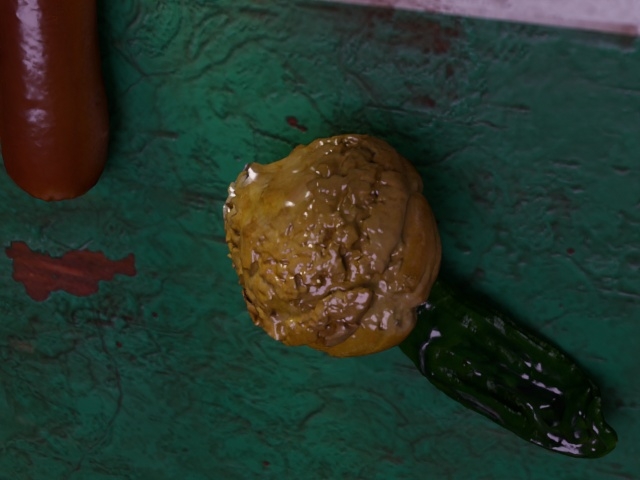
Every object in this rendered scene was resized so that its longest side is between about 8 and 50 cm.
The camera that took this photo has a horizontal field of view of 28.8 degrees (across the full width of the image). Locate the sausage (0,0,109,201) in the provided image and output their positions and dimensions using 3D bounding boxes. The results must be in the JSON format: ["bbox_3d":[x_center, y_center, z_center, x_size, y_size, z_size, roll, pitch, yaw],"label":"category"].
[{"bbox_3d":[-0.226,-0.167,1.018,0.089,0.083,0.300,9,121,16],"label":"sausage"}]

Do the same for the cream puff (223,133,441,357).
[{"bbox_3d":[0.000,0.000,0.967,0.189,0.129,0.189,-14,70,43],"label":"cream puff"}]

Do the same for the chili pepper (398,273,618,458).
[{"bbox_3d":[0.134,0.093,1.028,0.257,0.074,0.100,34,125,-4],"label":"chili pepper"}]
